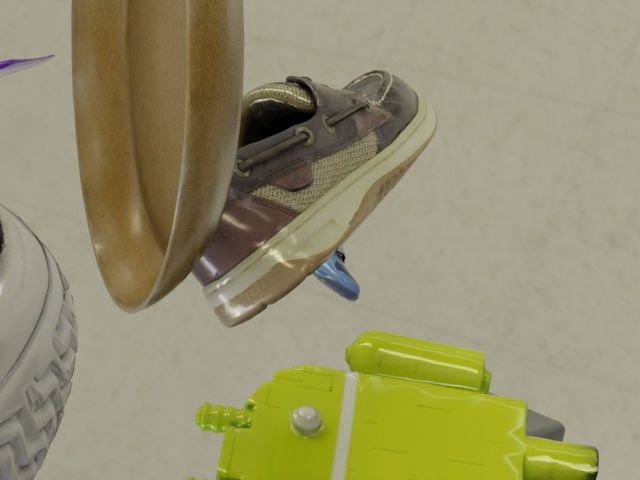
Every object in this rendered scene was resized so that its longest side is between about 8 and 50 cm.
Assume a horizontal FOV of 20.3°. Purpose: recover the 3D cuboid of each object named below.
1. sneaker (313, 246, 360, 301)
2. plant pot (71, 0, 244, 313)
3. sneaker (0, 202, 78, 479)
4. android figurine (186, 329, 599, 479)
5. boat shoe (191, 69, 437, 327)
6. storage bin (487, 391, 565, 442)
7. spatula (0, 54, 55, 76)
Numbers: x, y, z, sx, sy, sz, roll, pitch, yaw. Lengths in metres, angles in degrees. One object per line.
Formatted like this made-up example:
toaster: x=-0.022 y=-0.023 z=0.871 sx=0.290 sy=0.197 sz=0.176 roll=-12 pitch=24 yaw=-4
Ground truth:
sneaker: x=0.000 y=0.000 z=1.810 sx=0.059 sy=0.053 sz=0.144 roll=-39 pitch=69 yaw=-1
plant pot: x=-0.073 y=-0.086 z=0.778 sx=0.032 sy=0.236 sz=0.236 roll=-2 pitch=55 yaw=-19
sneaker: x=-0.216 y=0.078 z=0.321 sx=0.137 sy=0.210 sz=0.366 roll=13 pitch=58 yaw=43
android figurine: x=0.046 y=0.164 z=1.172 sx=0.273 sy=0.056 sz=0.248 roll=12 pitch=47 yaw=1
boat shoe: x=-0.011 y=-0.051 z=1.031 sx=0.103 sy=0.092 sz=0.285 roll=-30 pitch=12 yaw=31
storage bin: x=0.134 y=0.175 z=1.495 sx=0.135 sy=0.091 sz=0.098 roll=21 pitch=110 yaw=37
spatula: x=-0.229 y=-0.062 z=1.030 sx=0.084 sy=0.030 sz=0.296 roll=-14 pitch=21 yaw=16
